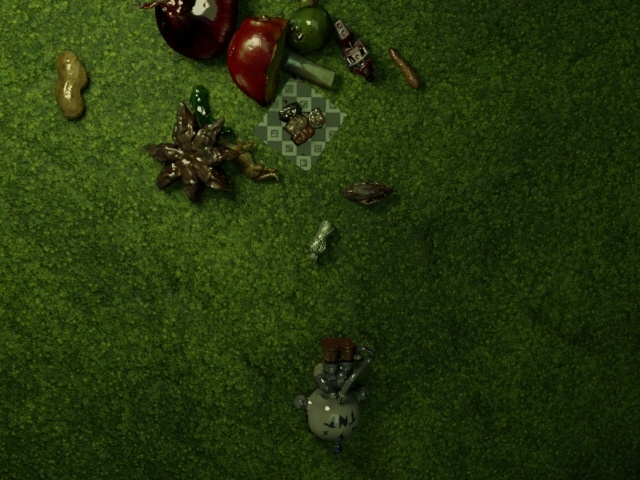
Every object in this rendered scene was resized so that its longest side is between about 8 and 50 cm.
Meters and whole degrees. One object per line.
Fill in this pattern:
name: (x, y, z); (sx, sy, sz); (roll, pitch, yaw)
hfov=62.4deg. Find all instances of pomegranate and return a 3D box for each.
pomegranate: (-0.035, -0.665, 1.590); (0.152, 0.131, 0.190); (0, 85, 29)

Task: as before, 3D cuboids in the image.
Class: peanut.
peanut: (-0.732, -0.457, 1.556); (0.089, 0.089, 0.192); (7, 103, -9)

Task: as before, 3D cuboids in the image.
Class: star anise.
star anise: (-0.392, -0.266, 1.599); (0.316, 0.108, 0.315); (4, 118, 8)

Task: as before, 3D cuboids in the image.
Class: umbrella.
umbrella: (0.000, 0.000, 1.746); (0.062, 0.067, 0.143); (27, 86, -52)

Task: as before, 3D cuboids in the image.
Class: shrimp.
shrimp: (0.166, -0.159, 1.740); (0.191, 0.073, 0.074); (-8, 105, -2)

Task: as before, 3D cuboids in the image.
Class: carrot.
carrot: (0.272, -0.558, 1.707); (0.036, 0.035, 0.165); (-38, 100, -1)

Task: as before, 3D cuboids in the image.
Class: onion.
onion: (-0.369, -0.653, 1.479); (0.273, 0.285, 0.272); (8, 103, 35)

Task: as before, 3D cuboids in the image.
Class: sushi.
sushi: (-0.061, -0.372, 1.681); (0.220, 0.047, 0.231); (34, 93, -12)

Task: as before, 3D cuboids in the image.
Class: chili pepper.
chili pepper: (-0.348, -0.393, 1.636); (0.073, 0.050, 0.182); (-35, 105, -11)

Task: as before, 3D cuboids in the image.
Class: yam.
yam: (-0.037, -0.530, 1.648); (0.170, 0.068, 0.068); (21, 96, -10)

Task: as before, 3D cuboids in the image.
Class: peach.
peach: (-0.198, -0.523, 1.559); (0.154, 0.158, 0.267); (23, 132, 5)

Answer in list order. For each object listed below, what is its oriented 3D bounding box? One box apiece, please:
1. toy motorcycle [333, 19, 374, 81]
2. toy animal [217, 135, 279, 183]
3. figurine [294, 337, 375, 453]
toy motorcycle: (0.101, -0.584, 1.635); (0.082, 0.122, 0.213); (-32, 101, 12)
toy animal: (-0.230, -0.257, 1.665); (0.099, 0.056, 0.241); (-33, 112, 35)
figurine: (0.042, 0.512, 1.778); (0.261, 0.186, 0.381); (1, 104, -3)
